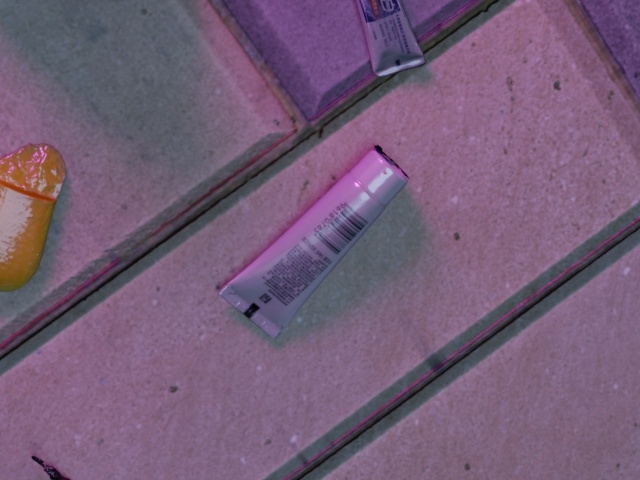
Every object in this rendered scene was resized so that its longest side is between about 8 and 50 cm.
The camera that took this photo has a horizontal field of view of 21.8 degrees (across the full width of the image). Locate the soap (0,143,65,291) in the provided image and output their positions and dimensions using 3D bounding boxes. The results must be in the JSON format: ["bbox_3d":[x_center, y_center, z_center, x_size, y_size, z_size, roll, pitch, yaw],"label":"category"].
[{"bbox_3d":[-0.333,-0.026,1.790,0.089,0.033,0.168,15,99,-19],"label":"soap"}]

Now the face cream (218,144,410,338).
[{"bbox_3d":[0.000,0.000,1.866,0.243,0.058,0.092,-46,115,7],"label":"face cream"}]

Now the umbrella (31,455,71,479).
[{"bbox_3d":[-0.284,0.278,1.886,0.122,0.022,0.013,46,65,-29],"label":"umbrella"}]

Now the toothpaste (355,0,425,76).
[{"bbox_3d":[0.054,-0.290,1.816,0.060,0.038,0.233,-21,110,-4],"label":"toothpaste"}]
